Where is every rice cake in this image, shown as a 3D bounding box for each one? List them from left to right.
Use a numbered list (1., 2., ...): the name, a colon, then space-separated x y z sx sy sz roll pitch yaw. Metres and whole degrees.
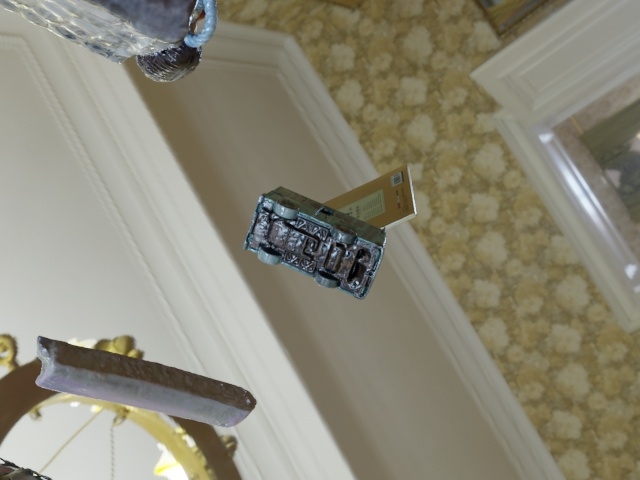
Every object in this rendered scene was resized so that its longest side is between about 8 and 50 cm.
1. rice cake: -0.284 0.245 1.255 0.399 0.070 0.064 22 -146 -31

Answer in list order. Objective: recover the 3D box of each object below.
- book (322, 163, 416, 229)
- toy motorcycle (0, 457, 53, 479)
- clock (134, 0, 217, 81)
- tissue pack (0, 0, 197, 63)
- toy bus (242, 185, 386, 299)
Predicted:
1. book: 0.071 -0.048 1.219 0.012 0.172 0.118 47 -151 -38
2. toy motorcycle: -0.448 0.404 1.159 0.239 0.204 0.108 21 -95 -62
3. clock: -0.224 -0.348 1.121 0.100 0.194 0.195 -15 -93 -43
4. tissue pack: -0.231 -0.322 0.462 0.394 0.124 0.288 22 -100 -42
5. toy bus: 0.000 0.000 0.913 0.160 0.079 0.092 23 -160 9
